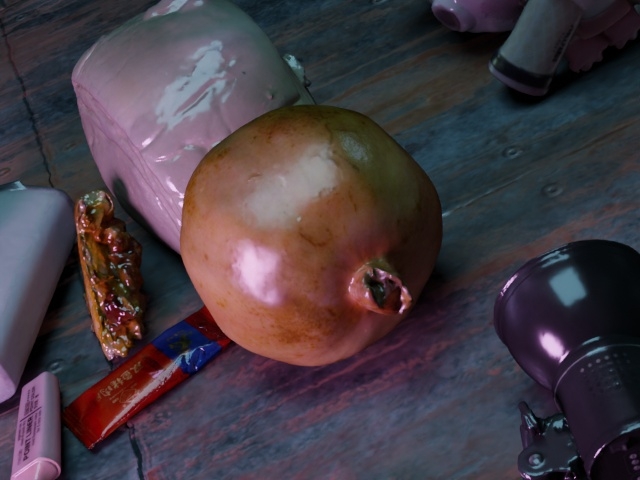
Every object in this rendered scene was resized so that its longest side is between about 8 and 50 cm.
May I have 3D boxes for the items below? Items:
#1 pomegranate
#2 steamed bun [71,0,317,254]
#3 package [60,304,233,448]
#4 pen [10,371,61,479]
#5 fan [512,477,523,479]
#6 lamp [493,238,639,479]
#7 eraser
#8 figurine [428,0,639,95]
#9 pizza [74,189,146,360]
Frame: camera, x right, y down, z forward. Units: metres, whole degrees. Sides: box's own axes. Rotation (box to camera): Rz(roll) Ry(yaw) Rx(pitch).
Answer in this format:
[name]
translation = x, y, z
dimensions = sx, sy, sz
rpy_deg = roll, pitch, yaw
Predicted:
[pomegranate]
translation = 0.000, 0.000, 1.515
dimensions = 0.252, 0.229, 0.270
rpy_deg = -31, 41, -9
[steamed bun]
translation = -0.145, -0.145, 1.780
dimensions = 0.247, 0.236, 0.383
rpy_deg = -32, 35, -10
[package]
translation = -0.174, 0.136, 1.613
dimensions = 0.200, 0.022, 0.083
rpy_deg = -38, 37, -17
[pen]
translation = -0.284, 0.204, 1.570
dimensions = 0.053, 0.032, 0.197
rpy_deg = -34, 31, 13
[fan]
translation = 0.132, 0.301, 1.231
dimensions = 0.294, 0.012, 0.223
rpy_deg = -38, 38, -20
[lamp]
translation = 0.235, 0.129, 1.303
dimensions = 0.172, 0.147, 0.227
rpy_deg = -19, 42, 5
[eraser]
translation = -0.391, 0.065, 1.759
dimensions = 0.189, 0.104, 0.290
rpy_deg = -8, 38, 16
[figurine]
translation = 0.244, -0.352, 1.853
dimensions = 0.253, 0.211, 0.361
rpy_deg = -23, 41, -17
[pizza]
translation = -0.220, 0.046, 1.696
dimensions = 0.069, 0.154, 0.194
rpy_deg = -10, 54, -13
